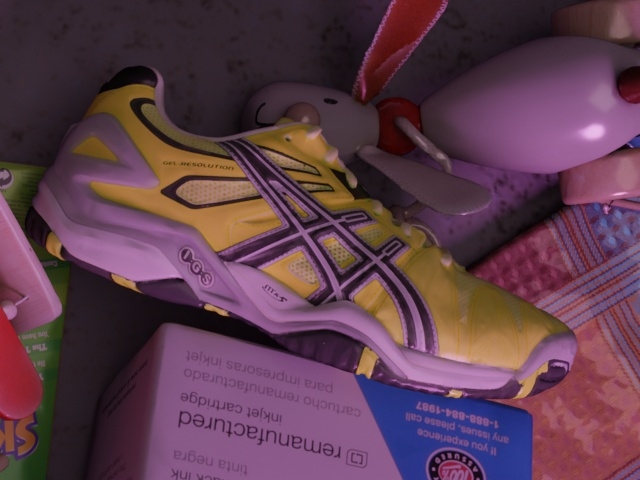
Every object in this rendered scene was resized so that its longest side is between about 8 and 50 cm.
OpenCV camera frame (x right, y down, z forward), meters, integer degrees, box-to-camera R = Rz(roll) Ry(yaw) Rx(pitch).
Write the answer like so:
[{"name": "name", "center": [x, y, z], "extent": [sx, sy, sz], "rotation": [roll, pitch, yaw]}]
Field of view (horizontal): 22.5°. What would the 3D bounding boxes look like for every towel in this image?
[{"name": "towel", "center": [0.246, 0.157, 1.277], "extent": [0.271, 0.040, 0.370], "rotation": [-31, 90, -19]}]

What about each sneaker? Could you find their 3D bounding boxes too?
[{"name": "sneaker", "center": [0.000, 0.000, 1.086], "extent": [0.384, 0.145, 0.147], "rotation": [20, 90, -4]}]

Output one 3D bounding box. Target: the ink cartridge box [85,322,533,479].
[{"name": "ink cartridge box", "center": [-0.020, 0.288, 1.062], "extent": [0.285, 0.166, 0.395], "rotation": [15, 60, -18]}]

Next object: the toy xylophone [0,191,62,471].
[{"name": "toy xylophone", "center": [-0.299, 0.096, 1.011], "extent": [0.323, 0.081, 0.236], "rotation": [-45, 109, -38]}]

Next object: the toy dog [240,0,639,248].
[{"name": "toy dog", "center": [0.125, -0.091, 1.172], "extent": [0.333, 0.161, 0.220], "rotation": [-27, 89, -10]}]

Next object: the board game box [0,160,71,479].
[{"name": "board game box", "center": [-0.245, 0.073, 1.130], "extent": [0.124, 0.039, 0.260], "rotation": [7, 84, -20]}]

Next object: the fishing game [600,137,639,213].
[{"name": "fishing game", "center": [0.292, -0.144, 1.329], "extent": [0.189, 0.041, 0.264], "rotation": [4, 81, -27]}]
